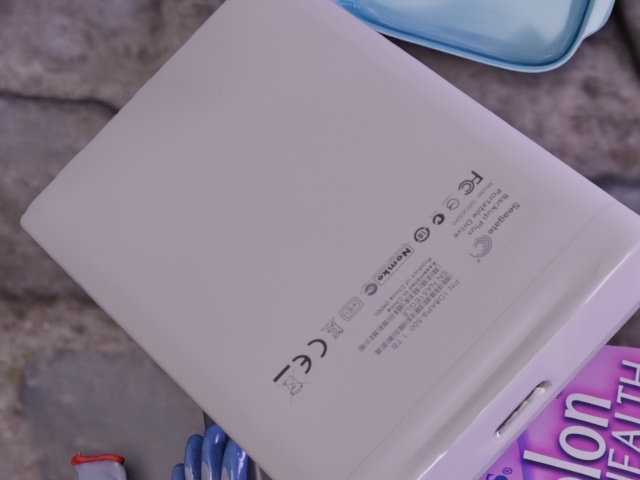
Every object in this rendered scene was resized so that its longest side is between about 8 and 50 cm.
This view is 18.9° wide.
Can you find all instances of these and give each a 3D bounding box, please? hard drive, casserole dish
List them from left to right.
[{"bbox_3d":[0.000,0.000,1.106,0.233,0.047,0.353,-46,50,-4],"label":"hard drive"},{"bbox_3d":[0.094,-0.169,1.202,0.188,0.037,0.114,17,88,14],"label":"casserole dish"}]

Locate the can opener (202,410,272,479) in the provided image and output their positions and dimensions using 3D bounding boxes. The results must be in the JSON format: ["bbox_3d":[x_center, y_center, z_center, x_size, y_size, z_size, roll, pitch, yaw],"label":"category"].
[{"bbox_3d":[-0.054,0.150,1.178,0.093,0.074,0.280,-6,82,12],"label":"can opener"}]

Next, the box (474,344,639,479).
[{"bbox_3d":[0.200,0.170,1.040,0.243,0.213,0.117,4,128,13],"label":"box"}]

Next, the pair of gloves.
[{"bbox_3d":[-0.092,0.197,1.160,0.198,0.023,0.159,-16,78,42],"label":"pair of gloves"}]
